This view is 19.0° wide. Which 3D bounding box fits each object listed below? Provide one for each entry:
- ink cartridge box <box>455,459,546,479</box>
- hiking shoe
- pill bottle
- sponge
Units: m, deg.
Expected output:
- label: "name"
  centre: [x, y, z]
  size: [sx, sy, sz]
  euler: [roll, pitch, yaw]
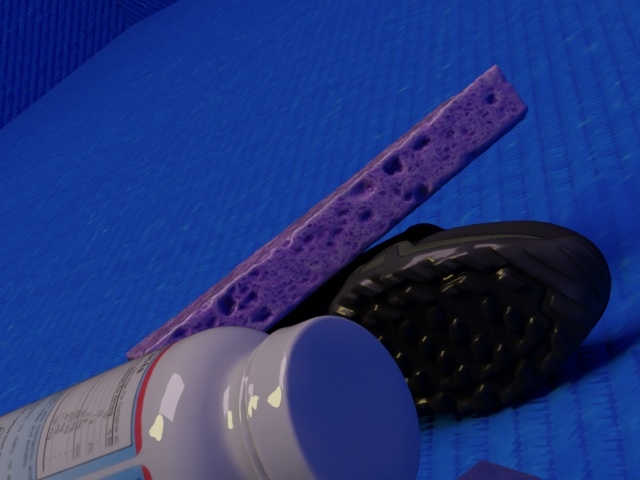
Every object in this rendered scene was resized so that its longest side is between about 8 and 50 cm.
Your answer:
- label: "ink cartridge box"
  centre: [-0.014, 0.165, 0.602]
  size: [0.307, 0.072, 0.303]
  euler: [-41, 14, -15]
- label: "hiking shoe"
  centre: [0.051, 0.023, 0.886]
  size: [0.227, 0.086, 0.114]
  euler: [-23, 22, 47]
- label: "pill bottle"
  centre: [-0.047, 0.080, 0.652]
  size: [0.160, 0.087, 0.087]
  euler: [-23, 18, 37]
- label: "sponge"
  centre: [0.000, 0.000, 0.908]
  size: [0.210, 0.031, 0.117]
  euler: [-38, 2, -9]
